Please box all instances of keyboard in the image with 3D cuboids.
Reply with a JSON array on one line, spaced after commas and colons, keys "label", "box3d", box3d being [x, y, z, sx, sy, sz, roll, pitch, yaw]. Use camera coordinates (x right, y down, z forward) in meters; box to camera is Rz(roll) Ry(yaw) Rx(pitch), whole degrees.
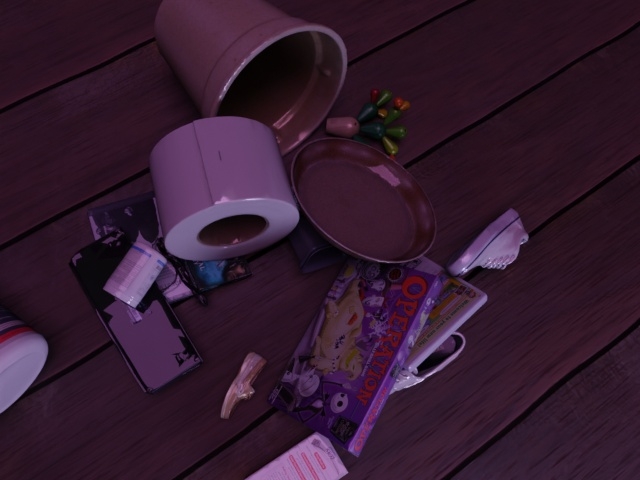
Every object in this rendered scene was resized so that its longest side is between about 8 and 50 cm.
[{"label": "keyboard", "box3d": [-0.324, 0.111, 1.023, 0.202, 0.033, 0.317, -32, 81, -14]}]

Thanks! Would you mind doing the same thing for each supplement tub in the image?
[{"label": "supplement tub", "box3d": [-0.342, 0.062, 0.982, 0.071, 0.071, 0.107, 30, 73, 4]}, {"label": "supplement tub", "box3d": [-0.640, 0.172, 0.916, 0.272, 0.191, 0.191, 36, 73, 5]}]

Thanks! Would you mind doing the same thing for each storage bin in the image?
[{"label": "storage bin", "box3d": [0.000, 0.000, 1.087, 0.135, 0.098, 0.091, -15, 62, -35]}]

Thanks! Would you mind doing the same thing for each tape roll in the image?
[{"label": "tape roll", "box3d": [-0.177, -0.087, 0.974, 0.246, 0.246, 0.169, -13, 68, -10]}]

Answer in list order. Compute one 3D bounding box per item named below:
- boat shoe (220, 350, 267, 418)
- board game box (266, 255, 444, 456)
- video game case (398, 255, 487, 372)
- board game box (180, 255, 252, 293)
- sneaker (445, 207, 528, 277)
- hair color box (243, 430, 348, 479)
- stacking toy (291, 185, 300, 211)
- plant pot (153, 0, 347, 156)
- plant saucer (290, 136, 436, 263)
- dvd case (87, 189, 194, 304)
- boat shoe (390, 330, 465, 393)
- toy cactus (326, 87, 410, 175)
[{"label": "boat shoe", "box3d": [-0.145, 0.278, 1.008, 0.045, 0.050, 0.135, 23, 72, 7]}, {"label": "board game box", "box3d": [0.065, 0.194, 0.998, 0.208, 0.056, 0.346, 17, 68, 36]}, {"label": "video game case", "box3d": [0.183, 0.131, 1.046, 0.212, 0.023, 0.193, -39, 43, -16]}, {"label": "board game box", "box3d": [-0.228, 0.005, 1.066, 0.126, 0.026, 0.186, -16, 73, -42]}, {"label": "sneaker", "box3d": [0.356, 0.017, 1.087, 0.258, 0.094, 0.091, -32, 80, -36]}, {"label": "hair color box", "box3d": [-0.045, 0.429, 0.970, 0.167, 0.053, 0.093, -29, 77, -12]}, {"label": "stacking toy", "box3d": [0.050, -0.064, 1.076, 0.221, 0.052, 0.167, 36, 40, 15]}, {"label": "plant pot", "box3d": [-0.170, -0.370, 1.089, 0.334, 0.334, 0.305, -37, 69, -15]}, {"label": "plant saucer", "box3d": [0.079, -0.074, 1.025, 0.311, 0.050, 0.310, 17, 47, -19]}, {"label": "dvd case", "box3d": [-0.354, 0.021, 1.076, 0.179, 0.029, 0.238, -18, 77, -11]}, {"label": "boat shoe", "box3d": [0.160, 0.242, 1.030, 0.268, 0.088, 0.096, -17, 76, -11]}, {"label": "toy cactus", "box3d": [0.102, -0.247, 1.179, 0.181, 0.112, 0.218, 7, 81, 6]}]
